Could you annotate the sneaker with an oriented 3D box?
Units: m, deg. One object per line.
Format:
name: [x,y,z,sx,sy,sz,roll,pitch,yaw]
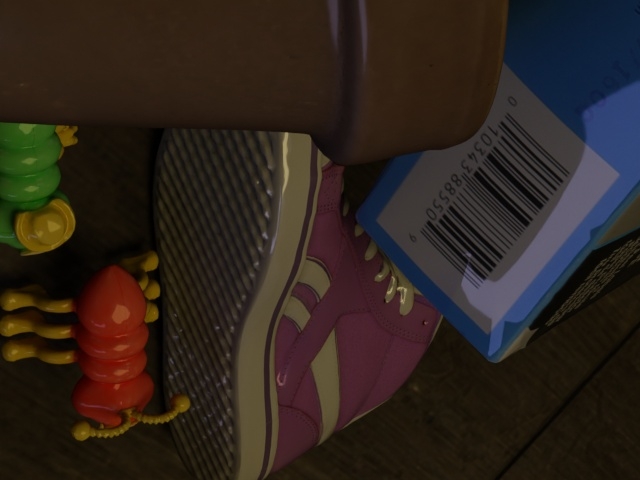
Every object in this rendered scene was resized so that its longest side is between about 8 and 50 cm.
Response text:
sneaker: [-0.001,0.000,0.855,0.161,0.102,0.282,-21,140,-29]

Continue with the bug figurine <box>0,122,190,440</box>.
bug figurine: [-0.187,0.034,0.735,0.279,0.072,0.216,-18,121,-27]

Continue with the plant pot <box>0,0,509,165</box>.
plant pot: [-0.076,-0.146,0.616,0.229,0.263,0.263,-11,126,-9]

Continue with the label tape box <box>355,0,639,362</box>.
label tape box: [0.206,-0.104,0.813,0.348,0.115,0.249,-22,154,-46]
